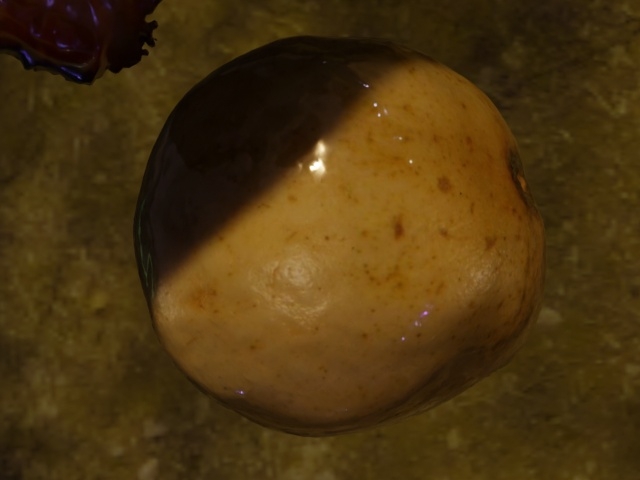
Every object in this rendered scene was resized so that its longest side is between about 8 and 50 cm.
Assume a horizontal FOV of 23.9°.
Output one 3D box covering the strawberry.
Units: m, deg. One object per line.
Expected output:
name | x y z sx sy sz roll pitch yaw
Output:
strawberry | -0.147 -0.156 0.654 0.085 0.192 0.140 51 122 47

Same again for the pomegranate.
pomegranate | 0.000 0.000 0.693 0.196 0.196 0.196 -1 89 48
